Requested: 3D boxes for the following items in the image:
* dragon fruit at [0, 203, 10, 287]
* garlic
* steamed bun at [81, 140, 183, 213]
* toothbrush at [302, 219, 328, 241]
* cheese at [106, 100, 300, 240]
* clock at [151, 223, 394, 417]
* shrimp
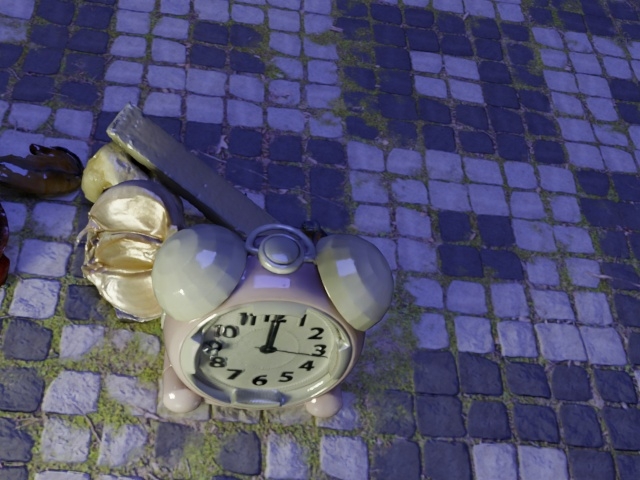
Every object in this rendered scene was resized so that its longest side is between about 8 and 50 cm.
[{"bbox_3d":[-0.630,-0.015,1.416,0.268,0.130,0.295,-29,63,-26],"label":"dragon fruit"},{"bbox_3d":[-0.285,0.006,1.443,0.178,0.229,0.143,6,22,17],"label":"garlic"},{"bbox_3d":[-0.311,-0.087,1.550,0.172,0.141,0.155,-19,68,-32],"label":"steamed bun"},{"bbox_3d":[0.003,0.000,1.508,0.031,0.023,0.321,-4,12,-8],"label":"toothbrush"},{"bbox_3d":[-0.193,-0.085,1.535,0.400,0.034,0.085,40,48,-15],"label":"cheese"},{"bbox_3d":[-0.080,0.116,1.314,0.342,0.325,0.184,0,50,-14],"label":"clock"},{"bbox_3d":[-0.554,-0.131,1.570,0.262,0.066,0.117,10,33,-25],"label":"shrimp"}]
